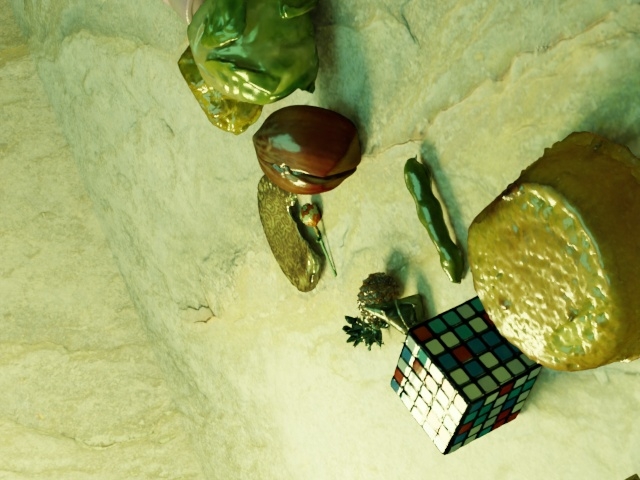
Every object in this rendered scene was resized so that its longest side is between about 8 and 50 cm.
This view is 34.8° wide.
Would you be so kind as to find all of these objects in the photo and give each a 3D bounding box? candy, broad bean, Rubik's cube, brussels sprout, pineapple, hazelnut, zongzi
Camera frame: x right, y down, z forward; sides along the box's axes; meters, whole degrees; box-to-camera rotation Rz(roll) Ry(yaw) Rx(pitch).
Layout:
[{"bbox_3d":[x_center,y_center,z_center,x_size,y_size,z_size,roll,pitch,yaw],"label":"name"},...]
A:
[{"bbox_3d":[0.000,0.000,2.309,0.055,0.049,0.185,-99,-13,-78],"label":"candy"},{"bbox_3d":[0.212,-0.036,1.888,0.256,0.052,0.053,67,-166,-2],"label":"broad bean"},{"bbox_3d":[0.260,0.245,1.847,0.184,0.182,0.187,49,147,31],"label":"Rubik's cube"},{"bbox_3d":[-0.122,-0.401,2.019,0.294,0.227,0.260,-13,115,19],"label":"brussels sprout"},{"bbox_3d":[0.106,0.143,2.149,0.103,0.083,0.221,16,136,4],"label":"pineapple"},{"bbox_3d":[-0.030,-0.180,2.073,0.181,0.180,0.212,55,149,27],"label":"hazelnut"},{"bbox_3d":[0.156,0.171,2.064,0.055,0.119,0.109,-61,-43,-71],"label":"zongzi"}]

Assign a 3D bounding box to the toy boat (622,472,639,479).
[{"bbox_3d":[0.547,0.482,1.628,0.088,0.068,0.226,-44,67,55],"label":"toy boat"}]

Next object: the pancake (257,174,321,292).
[{"bbox_3d":[-0.077,-0.022,2.414,0.288,0.033,0.286,52,149,34],"label":"pancake"}]

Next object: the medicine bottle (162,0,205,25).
[{"bbox_3d":[-0.293,-0.624,2.200,0.388,0.219,0.219,52,148,28],"label":"medicine bottle"}]

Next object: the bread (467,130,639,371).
[{"bbox_3d":[0.367,0.026,1.489,0.337,0.204,0.358,65,154,17],"label":"bread"}]

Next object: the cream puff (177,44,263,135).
[{"bbox_3d":[-0.209,-0.351,2.256,0.196,0.244,0.244,-51,58,21],"label":"cream puff"}]
